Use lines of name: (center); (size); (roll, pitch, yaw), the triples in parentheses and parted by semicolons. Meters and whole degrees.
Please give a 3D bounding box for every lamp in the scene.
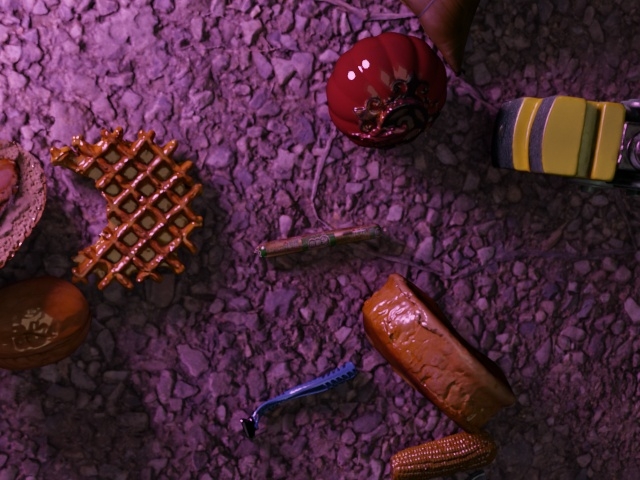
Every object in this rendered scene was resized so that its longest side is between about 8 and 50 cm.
lamp: (0.123, -0.266, 1.511); (0.227, 0.227, 0.226); (-2, 98, -14)

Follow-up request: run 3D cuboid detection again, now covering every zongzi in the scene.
zongzi: (0.277, -0.445, 1.538); (0.256, 0.228, 0.115); (56, 41, -17)

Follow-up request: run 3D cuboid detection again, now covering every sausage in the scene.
sausage: (0.000, 0.000, 1.610); (0.269, 0.033, 0.032); (-10, 100, -12)

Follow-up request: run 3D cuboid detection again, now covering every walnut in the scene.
walnut: (-0.503, 0.146, 1.443); (0.207, 0.159, 0.159); (-13, 101, -15)

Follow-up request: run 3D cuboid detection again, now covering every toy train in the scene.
toy train: (0.460, -0.179, 1.509); (0.272, 0.442, 0.179); (7, 96, -2)

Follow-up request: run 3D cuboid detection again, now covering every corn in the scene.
corn: (0.252, 0.445, 1.714); (0.231, 0.080, 0.080); (-9, 100, -11)

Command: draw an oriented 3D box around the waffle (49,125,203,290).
waffle: (-0.341, -0.060, 1.502); (0.260, 0.069, 0.293); (-7, 97, -16)

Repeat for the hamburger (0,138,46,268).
hamburger: (-0.600, -0.013, 1.366); (0.209, 0.330, 0.162); (-28, 117, 34)

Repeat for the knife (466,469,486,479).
knife: (0.272, 0.561, 1.766); (0.210, 0.015, 0.028); (-39, 110, -6)

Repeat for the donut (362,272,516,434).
donut: (0.209, 0.219, 1.565); (0.160, 0.330, 0.330); (-44, 106, 7)

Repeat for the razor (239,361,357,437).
razor: (-0.043, 0.306, 1.638); (0.253, 0.042, 0.082); (-25, 145, -10)
